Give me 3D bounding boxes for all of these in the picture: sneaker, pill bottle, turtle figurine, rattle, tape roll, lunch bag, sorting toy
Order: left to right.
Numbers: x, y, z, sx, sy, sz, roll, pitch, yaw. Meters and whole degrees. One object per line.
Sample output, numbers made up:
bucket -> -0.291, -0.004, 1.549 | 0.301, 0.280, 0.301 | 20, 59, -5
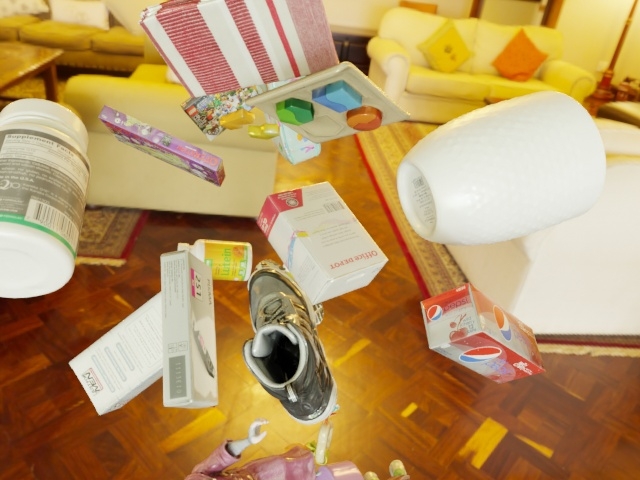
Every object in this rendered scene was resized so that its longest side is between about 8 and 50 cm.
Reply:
pill bottle -> -0.555, -0.091, 0.983 | 0.204, 0.204, 0.360 | 0, 51, -14
pill bottle -> -0.368, 0.067, 1.787 | 0.246, 0.136, 0.136 | 4, 30, -17
sneaker -> -0.060, 0.129, 0.765 | 0.101, 0.153, 0.268 | -26, 58, 1
lunch bag -> -0.094, -0.365, 1.398 | 0.108, 0.279, 0.224 | -20, 34, -10
sneaker -> -0.106, 0.180, 1.662 | 0.279, 0.118, 0.107 | 42, 32, 16
sorting toy -> -0.021, -0.219, 0.939 | 0.307, 0.041, 0.229 | -8, -14, 36
rattle -> -0.024, 0.562, 1.543 | 0.143, 0.199, 0.130 | 19, 39, 26
tape roll -> 0.067, 0.806, 1.532 | 0.090, 0.274, 0.274 | -2, 31, -19
turtle figurine -> 0.229, 0.756, 1.435 | 0.275, 0.197, 0.266 | 37, -1, -11

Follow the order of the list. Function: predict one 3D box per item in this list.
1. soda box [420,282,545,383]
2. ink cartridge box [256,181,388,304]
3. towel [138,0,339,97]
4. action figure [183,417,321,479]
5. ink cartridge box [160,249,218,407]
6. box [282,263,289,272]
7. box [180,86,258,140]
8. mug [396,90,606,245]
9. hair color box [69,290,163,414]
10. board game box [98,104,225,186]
soda box -> 0.275, 0.161, 0.855 | 0.263, 0.092, 0.083 | 31, 42, -43
ink cartridge box -> 0.000, 0.000, 1.433 | 0.226, 0.131, 0.306 | -16, 61, -38
towel -> -0.145, -0.386, 1.001 | 0.329, 0.237, 0.037 | -9, 65, 10
action figure -> -0.166, 0.472, 0.977 | 0.276, 0.370, 0.247 | -13, 62, 32
ink cartridge box -> -0.233, 0.184, 1.012 | 0.060, 0.239, 0.274 | -11, 70, 8
box -> -0.104, 0.120, 2.293 | 0.102, 0.101, 0.087 | 8, 55, 14
box -> -0.335, -0.469, 1.766 | 0.233, 0.159, 0.044 | -38, 50, 2
mug -> 0.324, -0.133, 1.091 | 0.328, 0.276, 0.374 | -18, 11, -13
hair color box -> -0.533, 0.326, 1.542 | 0.185, 0.375, 0.113 | 54, 4, 11
board game box -> -0.447, -0.267, 1.504 | 0.347, 0.056, 0.208 | 25, -13, -4
